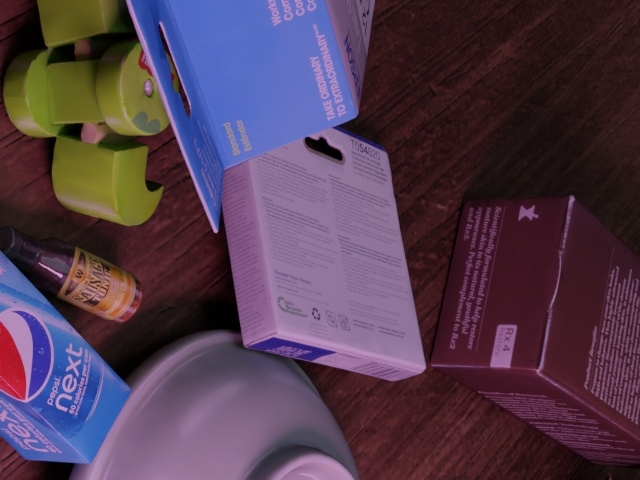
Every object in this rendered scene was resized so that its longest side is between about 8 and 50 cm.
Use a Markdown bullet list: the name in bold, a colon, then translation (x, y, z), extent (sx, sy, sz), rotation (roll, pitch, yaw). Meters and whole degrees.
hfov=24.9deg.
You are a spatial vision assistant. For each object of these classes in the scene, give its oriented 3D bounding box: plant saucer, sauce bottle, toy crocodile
- **plant saucer**: translation (-0.049, 0.271, 1.142), extent (0.400, 0.100, 0.401), rotation (4, 85, -57)
- **sauce bottle**: translation (-0.185, 0.024, 1.052), extent (0.128, 0.042, 0.042), rotation (27, 67, -48)
- **toy crocodile**: translation (-0.160, -0.177, 1.036), extent (0.105, 0.115, 0.341), rotation (-16, 103, -57)

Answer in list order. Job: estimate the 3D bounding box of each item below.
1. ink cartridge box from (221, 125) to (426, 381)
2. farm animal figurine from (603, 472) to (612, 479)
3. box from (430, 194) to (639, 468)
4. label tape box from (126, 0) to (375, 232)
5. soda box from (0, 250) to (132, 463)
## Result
- **ink cartridge box**: translation (0.000, 0.000, 1.269), extent (0.223, 0.045, 0.224), rotation (20, 56, -50)
- **farm animal figurine**: translation (0.395, 0.346, 1.567), extent (0.330, 0.326, 0.172), rotation (-41, 138, -65)
- **box**: translation (0.286, 0.112, 1.578), extent (0.381, 0.143, 0.191), rotation (36, 62, -48)
- **label tape box**: translation (-0.038, -0.216, 1.071), extent (0.249, 0.115, 0.348), rotation (72, 18, -45)
- **soda box**: translation (-0.223, 0.065, 0.977), extent (0.210, 0.071, 0.067), rotation (53, 50, -37)
